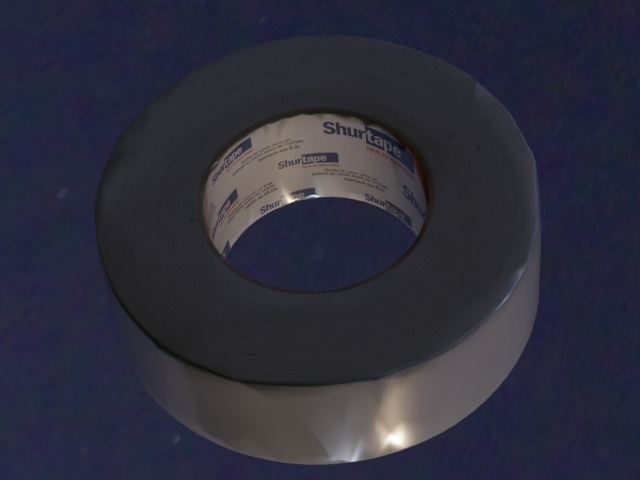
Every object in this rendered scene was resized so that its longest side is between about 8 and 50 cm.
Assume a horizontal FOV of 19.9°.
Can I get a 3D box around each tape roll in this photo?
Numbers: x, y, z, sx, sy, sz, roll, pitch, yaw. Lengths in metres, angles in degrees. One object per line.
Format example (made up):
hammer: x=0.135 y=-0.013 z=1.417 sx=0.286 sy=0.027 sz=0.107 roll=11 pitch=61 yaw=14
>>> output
tape roll: x=0.000 y=0.000 z=0.911 sx=0.219 sy=0.219 sz=0.072 roll=10 pitch=-35 yaw=14
